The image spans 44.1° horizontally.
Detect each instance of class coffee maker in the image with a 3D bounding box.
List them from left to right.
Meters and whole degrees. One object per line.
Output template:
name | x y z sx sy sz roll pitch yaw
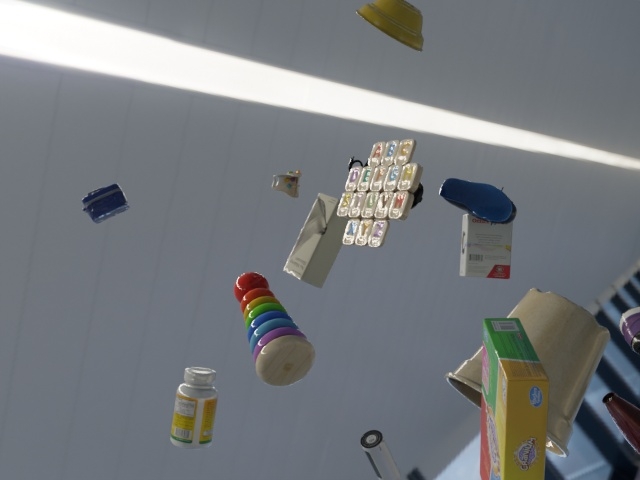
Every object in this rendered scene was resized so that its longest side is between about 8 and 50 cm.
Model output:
coffee maker | 0.176 -0.157 2.158 0.178 0.171 0.120 -128 42 -71

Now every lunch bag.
lunch bag | -0.486 -0.085 1.771 0.099 0.065 0.067 -26 -4 -10

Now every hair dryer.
hair dryer | 0.812 0.415 1.921 0.080 0.294 0.223 144 131 -68

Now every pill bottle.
pill bottle | -0.349 0.466 2.212 0.118 0.118 0.208 5 -87 -64

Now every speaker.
speaker | 0.139 0.501 1.817 0.055 0.055 0.136 -51 -51 -37

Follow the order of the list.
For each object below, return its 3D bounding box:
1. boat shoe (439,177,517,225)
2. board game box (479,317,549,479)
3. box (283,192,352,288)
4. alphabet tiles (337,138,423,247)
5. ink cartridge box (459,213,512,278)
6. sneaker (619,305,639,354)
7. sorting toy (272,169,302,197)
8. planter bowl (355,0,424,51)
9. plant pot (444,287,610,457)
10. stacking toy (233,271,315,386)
boat shoe | 0.432 -0.107 2.098 0.089 0.258 0.109 29 -83 -39
board game box | 0.316 0.319 1.315 0.242 0.064 0.316 -80 -12 -73
box | 0.000 0.000 2.455 0.094 0.113 0.275 27 -93 -38
alphabet tiles | 0.137 -0.117 1.916 0.021 0.284 0.277 24 -99 -29
ink cartridge box | 0.458 0.016 2.184 0.072 0.128 0.175 135 139 -88
sneaker | 0.799 0.184 1.688 0.124 0.284 0.107 -79 -34 -65
sorting toy | -0.093 -0.160 2.156 0.083 0.075 0.044 102 162 -46
planter bowl | 0.211 -0.610 2.156 0.090 0.217 0.217 -58 -20 22
plant pot | 0.524 0.298 1.905 0.305 0.334 0.334 -54 -29 -10
stacking toy | -0.132 0.194 1.891 0.141 0.330 0.141 -12 -54 -17
